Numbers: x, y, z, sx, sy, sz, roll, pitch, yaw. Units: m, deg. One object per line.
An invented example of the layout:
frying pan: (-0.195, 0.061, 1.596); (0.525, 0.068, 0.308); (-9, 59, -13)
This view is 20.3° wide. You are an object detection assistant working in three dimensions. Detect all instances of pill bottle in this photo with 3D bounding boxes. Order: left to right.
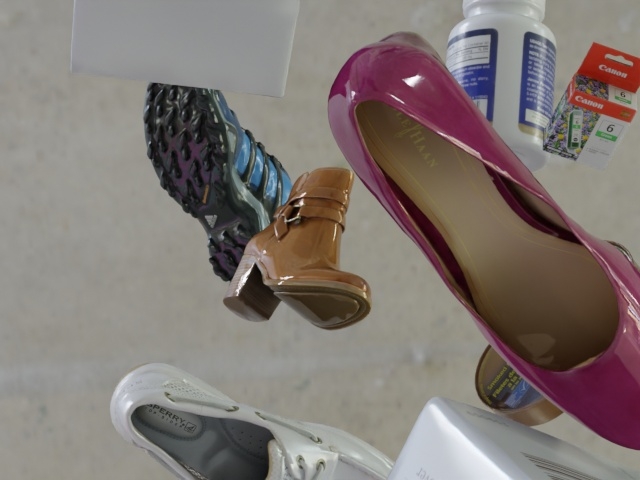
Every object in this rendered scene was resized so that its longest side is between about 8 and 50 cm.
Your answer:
pill bottle: (0.182, -0.169, 1.810); (0.112, 0.112, 0.187); (4, 74, 4)

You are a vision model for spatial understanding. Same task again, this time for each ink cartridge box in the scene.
ink cartridge box: (0.252, -0.121, 1.622); (0.063, 0.115, 0.029); (18, 43, -6)

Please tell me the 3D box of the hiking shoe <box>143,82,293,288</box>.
hiking shoe: (-0.106, -0.078, 2.057); (0.113, 0.304, 0.132); (-13, 17, 30)

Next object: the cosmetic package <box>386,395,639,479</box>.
cosmetic package: (0.182, 0.382, 1.265); (0.327, 0.394, 0.329); (23, 9, -31)

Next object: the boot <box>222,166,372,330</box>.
boot: (0.000, 0.000, 1.640); (0.197, 0.073, 0.152); (2, 55, 49)

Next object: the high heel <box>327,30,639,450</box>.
high heel: (0.130, 0.023, 1.262); (0.377, 0.127, 0.181); (50, 19, -7)

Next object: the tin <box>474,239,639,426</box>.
tin: (0.215, 0.083, 1.595); (0.190, 0.040, 0.106); (-51, 39, -9)

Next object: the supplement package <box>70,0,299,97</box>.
supplement package: (-0.115, -0.296, 1.640); (0.198, 0.199, 0.263); (6, 41, -6)

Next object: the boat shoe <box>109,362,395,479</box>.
boat shoe: (-0.043, 0.190, 1.455); (0.277, 0.096, 0.098); (23, 96, -10)
